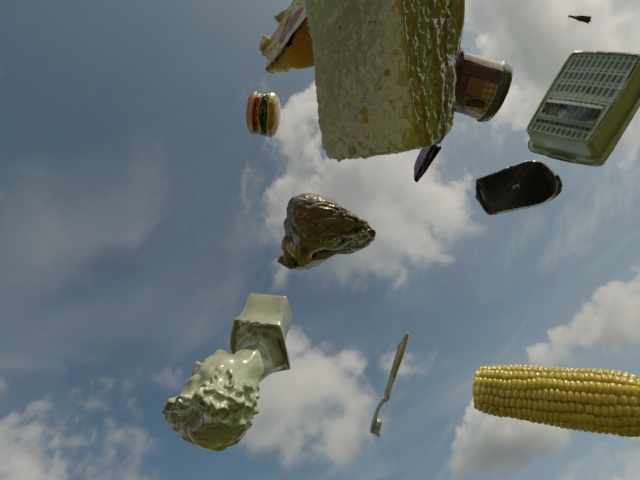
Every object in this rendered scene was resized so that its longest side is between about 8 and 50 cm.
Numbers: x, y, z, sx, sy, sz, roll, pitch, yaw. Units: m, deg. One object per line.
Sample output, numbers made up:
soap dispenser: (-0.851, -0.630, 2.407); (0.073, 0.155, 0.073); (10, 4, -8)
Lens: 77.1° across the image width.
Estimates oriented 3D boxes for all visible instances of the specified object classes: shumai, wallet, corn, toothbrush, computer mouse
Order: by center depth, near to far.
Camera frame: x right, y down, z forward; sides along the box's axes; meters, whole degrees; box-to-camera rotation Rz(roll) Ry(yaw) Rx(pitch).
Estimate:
corn: (0.368, 0.245, 0.632); (0.243, 0.094, 0.093); (-9, -44, 34)
wallet: (0.281, -0.227, 1.073); (0.030, 0.166, 0.111); (31, -61, -1)
toothbrush: (0.210, 0.442, 1.225); (0.028, 0.037, 0.376); (-12, -61, -54)
shumai: (-0.001, 0.003, 1.347); (0.345, 0.217, 0.283); (26, -80, -40)
computer mouse: (0.733, -0.192, 1.504); (0.294, 0.169, 0.087); (-14, -15, 18)

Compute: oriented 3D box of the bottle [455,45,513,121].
bottle: (0.265, -0.360, 0.888); (0.270, 0.143, 0.156); (16, -42, -2)

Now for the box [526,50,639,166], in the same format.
box: (0.721, -0.351, 1.088); (0.166, 0.220, 0.291); (24, -82, -41)

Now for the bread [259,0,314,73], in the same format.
bread: (-0.059, -0.612, 1.142); (0.223, 0.184, 0.211); (-8, -46, -12)

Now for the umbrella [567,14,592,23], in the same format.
umbrella: (0.794, -0.678, 1.227); (0.083, 0.032, 0.020); (2, -43, -6)

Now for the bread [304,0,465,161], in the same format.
bread: (0.059, -0.179, 0.376); (0.102, 0.138, 0.197); (-17, -72, -31)

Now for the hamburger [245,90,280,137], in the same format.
hamburger: (-0.198, -0.437, 1.399); (0.114, 0.162, 0.162); (5, -61, -1)

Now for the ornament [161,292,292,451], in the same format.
ornament: (-0.124, 0.211, 0.670); (0.285, 0.130, 0.121); (-49, -38, -48)
